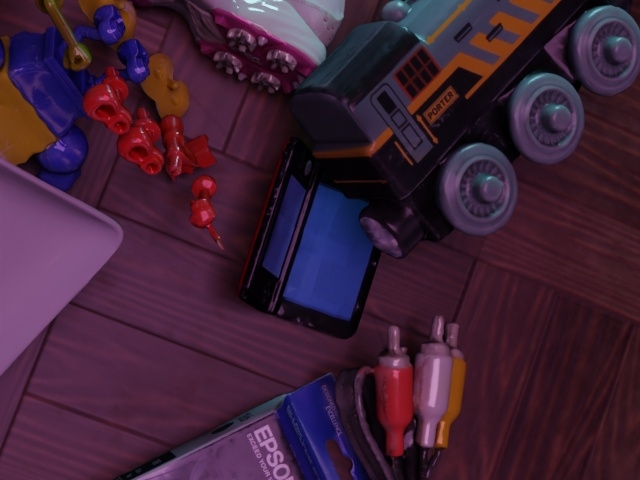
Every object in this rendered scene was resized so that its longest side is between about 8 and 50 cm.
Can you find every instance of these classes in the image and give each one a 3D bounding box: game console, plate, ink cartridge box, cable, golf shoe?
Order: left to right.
[{"bbox_3d":[-0.333,0.021,1.028,0.277,0.045,0.278,-47,129,12],"label":"plate"},{"bbox_3d":[-0.111,-0.251,1.160,0.306,0.115,0.140,33,71,-18],"label":"golf shoe"},{"bbox_3d":[-0.095,0.253,1.155,0.332,0.065,0.165,-27,93,-15],"label":"ink cartridge box"},{"bbox_3d":[0.000,0.000,1.182,0.085,0.124,0.144,16,82,13],"label":"game console"},{"bbox_3d":[0.080,0.208,1.182,0.139,0.072,0.287,2,81,-49],"label":"cable"}]

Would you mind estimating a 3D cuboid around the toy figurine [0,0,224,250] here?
[{"bbox_3d":[-0.247,-0.107,1.044,0.217,0.191,0.362,-24,137,9],"label":"toy figurine"}]

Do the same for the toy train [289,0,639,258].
[{"bbox_3d":[0.129,-0.143,1.168,0.334,0.142,0.190,-46,113,-17],"label":"toy train"}]
